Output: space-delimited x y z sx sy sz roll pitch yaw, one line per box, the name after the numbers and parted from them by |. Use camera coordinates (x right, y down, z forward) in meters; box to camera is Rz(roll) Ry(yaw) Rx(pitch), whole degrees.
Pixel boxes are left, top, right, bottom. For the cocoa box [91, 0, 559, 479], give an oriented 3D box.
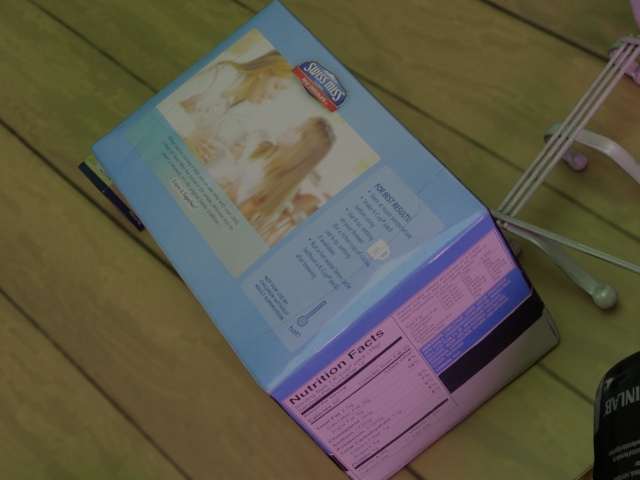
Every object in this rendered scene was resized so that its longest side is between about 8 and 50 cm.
0.000 0.000 1.173 0.231 0.228 0.347 -39 51 -1 | cocoa box

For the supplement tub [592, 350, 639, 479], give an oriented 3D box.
0.282 0.247 0.860 0.207 0.207 0.338 -6 60 23 | supplement tub

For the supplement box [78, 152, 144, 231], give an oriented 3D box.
-0.196 -0.072 1.407 0.083 0.083 0.056 -44 51 -6 | supplement box

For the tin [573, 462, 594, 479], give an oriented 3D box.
0.230 0.236 1.035 0.189 0.040 0.106 -39 47 -2 | tin

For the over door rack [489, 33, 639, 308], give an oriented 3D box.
0.309 -0.053 1.107 0.239 0.108 0.324 -52 29 -11 | over door rack

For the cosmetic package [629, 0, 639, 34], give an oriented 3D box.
0.472 -0.362 1.109 0.329 0.327 0.394 23 71 35 | cosmetic package
